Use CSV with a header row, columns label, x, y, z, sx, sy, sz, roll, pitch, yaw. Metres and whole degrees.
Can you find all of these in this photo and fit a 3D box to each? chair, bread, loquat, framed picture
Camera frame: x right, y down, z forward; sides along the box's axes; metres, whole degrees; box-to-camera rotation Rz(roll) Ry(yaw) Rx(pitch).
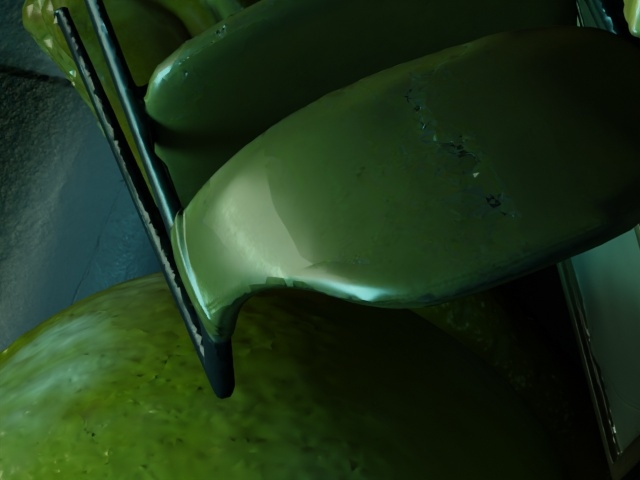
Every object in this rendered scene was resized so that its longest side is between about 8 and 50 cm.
label,x,y,z,sx,sy,sz,roll,pitch,yaw
chair,0.012,-0.052,0.592,0.172,0.158,0.247,84,164,-61
bread,0.000,0.000,0.890,0.109,0.380,0.185,-42,21,-6
loquat,-0.057,0.174,0.682,0.328,0.359,0.328,180,90,-83
framed picture,0.113,-0.010,0.770,0.136,0.010,0.201,98,161,-71

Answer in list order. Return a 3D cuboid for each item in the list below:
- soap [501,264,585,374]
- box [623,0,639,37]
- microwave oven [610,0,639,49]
label,x,y,z,sx,sy,sz,roll,pitch,yaw
soap,0.050,0.149,1.175,0.233,0.128,0.359,-30,28,35
box,0.129,-0.139,0.476,0.274,0.076,0.174,-56,-23,-76
microwave oven,0.082,-0.277,0.985,0.374,0.236,0.432,137,150,-68
